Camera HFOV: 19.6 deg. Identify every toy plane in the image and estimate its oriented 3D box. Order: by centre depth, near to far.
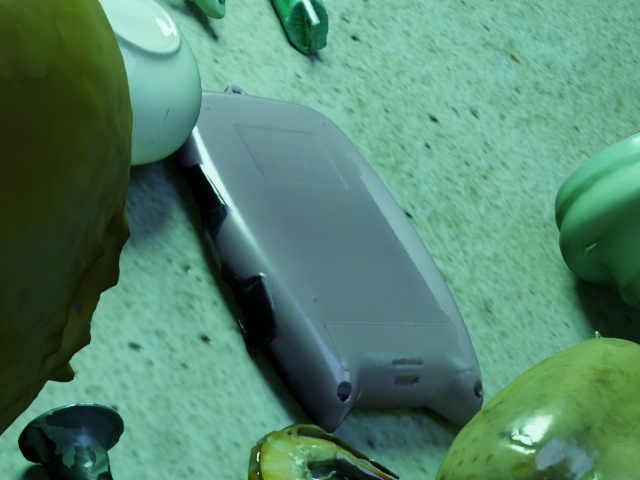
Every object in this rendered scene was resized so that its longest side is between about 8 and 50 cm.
[{"bbox_3d":[-0.095,-0.197,1.388,0.080,0.033,0.083,-7,64,-50],"label":"toy plane"}]

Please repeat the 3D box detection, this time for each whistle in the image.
[{"bbox_3d":[-0.035,-0.229,1.480,0.039,0.039,0.186,8,47,-41],"label":"whistle"}]

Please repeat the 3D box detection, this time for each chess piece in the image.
[{"bbox_3d":[0.305,0.072,1.389,0.194,0.194,0.299,8,56,-41],"label":"chess piece"}]

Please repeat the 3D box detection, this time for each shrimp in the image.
[{"bbox_3d":[0.030,0.179,1.105,0.178,0.034,0.124,42,27,7],"label":"shrimp"}]

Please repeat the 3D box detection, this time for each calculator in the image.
[{"bbox_3d":[0.001,-0.001,1.259,0.194,0.043,0.294,3,49,-44],"label":"calculator"}]

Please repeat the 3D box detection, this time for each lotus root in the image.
[{"bbox_3d":[0.175,0.151,1.183,0.160,0.146,0.284,58,33,4],"label":"lotus root"}]

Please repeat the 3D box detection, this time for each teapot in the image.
[{"bbox_3d":[-0.141,-0.120,1.206,0.145,0.092,0.226,28,33,-23],"label":"teapot"}]

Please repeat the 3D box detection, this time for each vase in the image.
[{"bbox_3d":[-0.109,0.165,0.947,0.059,0.059,0.167,10,45,-40],"label":"vase"}]

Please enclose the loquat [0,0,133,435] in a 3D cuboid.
[{"bbox_3d":[-0.242,-0.033,0.799,0.328,0.328,0.328,28,36,-23],"label":"loquat"}]
